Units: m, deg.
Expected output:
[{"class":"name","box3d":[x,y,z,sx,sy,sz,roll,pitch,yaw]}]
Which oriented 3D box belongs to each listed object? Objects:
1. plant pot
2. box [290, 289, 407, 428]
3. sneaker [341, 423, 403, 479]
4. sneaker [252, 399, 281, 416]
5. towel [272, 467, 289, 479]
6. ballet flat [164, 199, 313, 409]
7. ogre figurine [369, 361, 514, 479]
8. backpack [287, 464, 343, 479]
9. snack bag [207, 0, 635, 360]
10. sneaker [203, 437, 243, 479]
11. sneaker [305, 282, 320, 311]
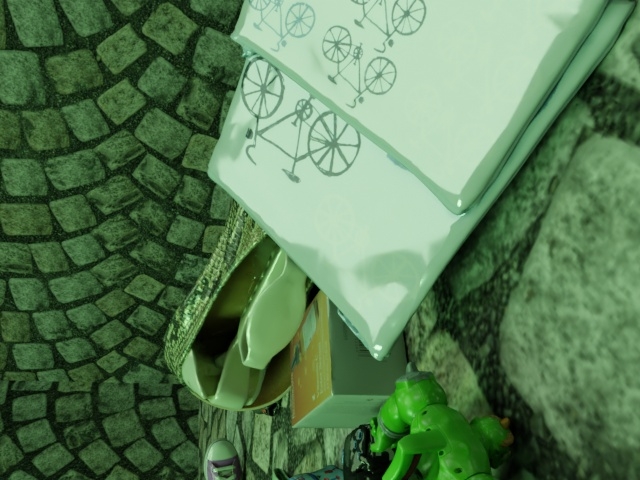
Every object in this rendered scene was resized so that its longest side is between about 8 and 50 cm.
[{"class":"plant pot","box3d":[-0.141,0.163,1.038,0.254,0.237,0.237,-82,2,-75]},{"class":"box","box3d":[0.026,0.145,0.633,0.170,0.091,0.130,120,151,-55]},{"class":"sneaker","box3d":[0.061,0.240,0.496,0.217,0.079,0.121,154,119,-73]},{"class":"sneaker","box3d":[-0.119,0.352,1.129,0.158,0.061,0.065,114,150,-49]},{"class":"towel","box3d":[-0.065,0.591,0.893,0.248,0.038,0.325,152,122,-72]},{"class":"ballet flat","box3d":[-0.104,0.108,0.704,0.483,0.164,0.182,-61,31,34]},{"class":"ogre figurine","box3d":[0.092,0.181,0.391,0.197,0.096,0.118,-88,0,-57]},{"class":"backpack","box3d":[-0.014,0.374,0.653,0.158,0.116,0.173,148,129,-69]},{"class":"snack bag","box3d":[0.019,-0.115,0.468,0.323,0.037,0.343,45,124,27]},{"class":"sneaker","box3d":[-0.236,0.670,1.373,0.161,0.102,0.282,145,118,-65]},{"class":"sneaker","box3d":[0.000,0.000,0.783,0.118,0.110,0.292,-153,63,-63]}]
